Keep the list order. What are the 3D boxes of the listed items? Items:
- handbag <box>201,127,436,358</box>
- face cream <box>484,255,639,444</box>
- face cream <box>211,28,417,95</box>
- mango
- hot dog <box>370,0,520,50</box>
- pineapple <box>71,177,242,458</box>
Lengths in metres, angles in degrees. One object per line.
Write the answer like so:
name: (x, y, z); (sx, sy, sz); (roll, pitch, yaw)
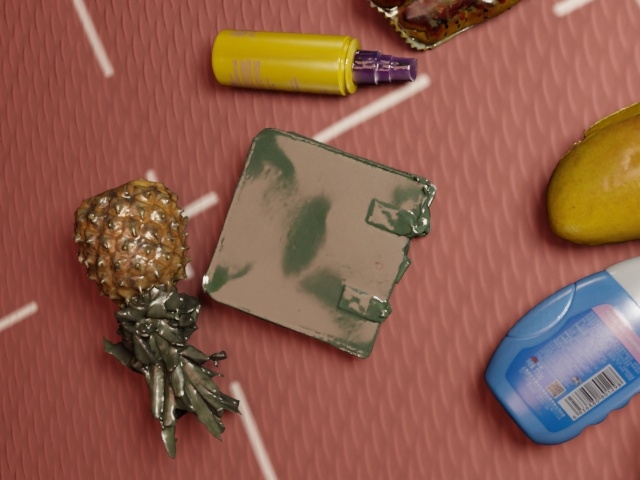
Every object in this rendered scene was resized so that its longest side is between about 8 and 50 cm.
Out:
handbag: (-0.001, 0.000, 0.906); (0.260, 0.079, 0.248); (22, 95, 14)
face cream: (0.323, 0.118, 0.801); (0.264, 0.083, 0.149); (-40, 78, 11)
face cream: (-0.008, -0.236, 0.918); (0.273, 0.078, 0.078); (8, 90, 17)
mango: (0.381, -0.081, 0.774); (0.262, 0.130, 0.167); (-18, 87, 21)
hot dog: (0.186, -0.344, 0.844); (0.270, 0.082, 0.163); (-27, 117, 15)
pineapple: (-0.225, 0.106, 0.928); (0.165, 0.165, 0.365); (-19, 84, 15)
